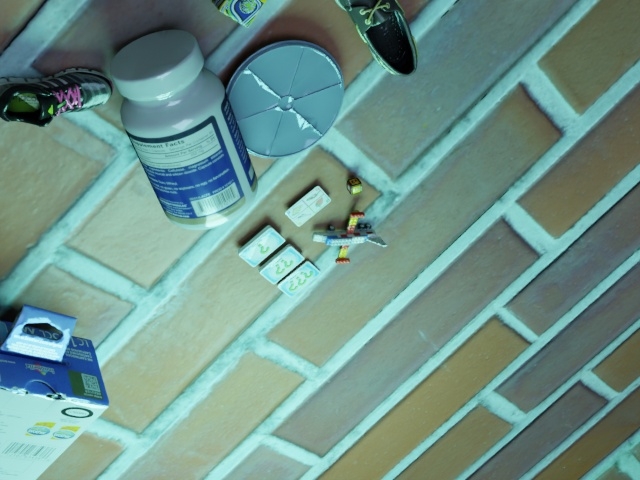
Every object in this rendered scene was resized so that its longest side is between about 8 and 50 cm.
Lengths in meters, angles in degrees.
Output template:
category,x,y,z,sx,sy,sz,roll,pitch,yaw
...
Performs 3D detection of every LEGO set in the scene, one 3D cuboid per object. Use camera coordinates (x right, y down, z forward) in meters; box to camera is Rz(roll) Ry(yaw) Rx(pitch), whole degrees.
category,x,y,z,sx,sy,sz,roll,pitch,yaw
LEGO set,0.000,0.000,1.488,0.244,0.060,0.182,-39,136,5

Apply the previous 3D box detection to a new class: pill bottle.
category,x,y,z,sx,sy,sz,roll,pitch,yaw
pill bottle,-0.195,-0.156,1.204,0.153,0.153,0.264,-24,132,-8

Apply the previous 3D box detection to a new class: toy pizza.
category,x,y,z,sx,sy,sz,roll,pitch,yaw
toy pizza,-0.058,-0.220,1.304,0.201,0.032,0.201,-14,130,-18

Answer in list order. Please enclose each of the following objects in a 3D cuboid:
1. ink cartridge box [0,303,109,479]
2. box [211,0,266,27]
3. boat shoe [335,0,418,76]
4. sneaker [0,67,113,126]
category,x,y,z,sx,sy,sz,roll,pitch,yaw
ink cartridge box,-0.529,0.267,1.320,0.395,0.151,0.270,-43,141,20
box,-0.082,-0.383,1.148,0.054,0.059,0.169,22,113,-39
boat shoe,0.086,-0.342,1.256,0.081,0.068,0.227,-37,132,3
sneaker,-0.367,-0.191,1.144,0.171,0.074,0.063,-9,128,-21
